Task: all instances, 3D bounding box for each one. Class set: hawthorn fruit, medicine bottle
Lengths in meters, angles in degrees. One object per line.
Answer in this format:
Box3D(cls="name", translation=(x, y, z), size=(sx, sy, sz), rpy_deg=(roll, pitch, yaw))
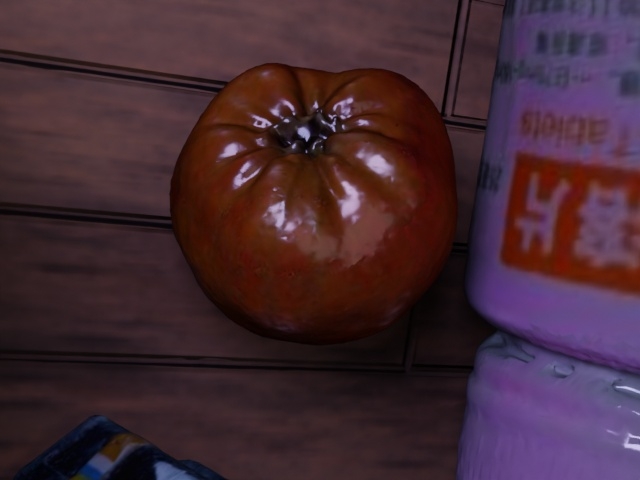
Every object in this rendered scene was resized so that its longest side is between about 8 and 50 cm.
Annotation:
Box3D(cls="hawthorn fruit", translation=(0.003, -0.007, 0.610), size=(0.125, 0.125, 0.140), rpy_deg=(-24, 109, -24))
Box3D(cls="medicine bottle", translation=(0.178, -0.025, 0.652), size=(0.219, 0.219, 0.388), rpy_deg=(5, 97, -31))

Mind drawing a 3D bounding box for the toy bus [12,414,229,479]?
Box3D(cls="toy bus", translation=(-0.042, 0.198, 0.506), size=(0.194, 0.323, 0.162), rpy_deg=(-45, 118, -17))
